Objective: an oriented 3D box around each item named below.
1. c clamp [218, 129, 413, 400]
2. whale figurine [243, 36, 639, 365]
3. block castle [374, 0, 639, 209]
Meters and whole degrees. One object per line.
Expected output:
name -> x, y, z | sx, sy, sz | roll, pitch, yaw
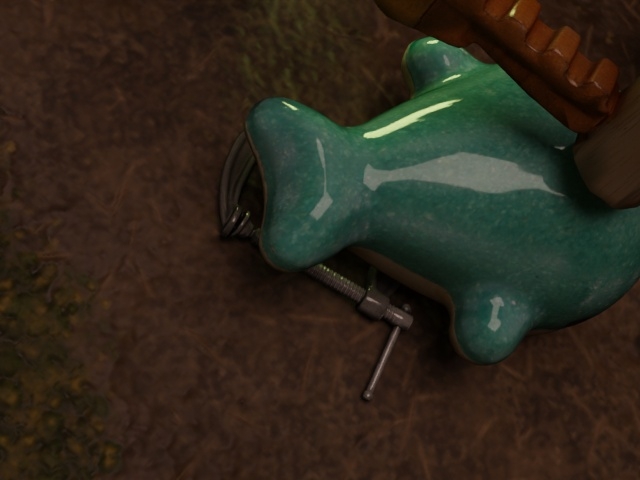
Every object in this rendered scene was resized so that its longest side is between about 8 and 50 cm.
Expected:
c clamp -> 0.000, 0.000, 0.655 | 0.160, 0.022, 0.137 | 35, 63, -6
whale figurine -> 0.093, -0.036, 0.622 | 0.272, 0.141, 0.216 | 4, 69, -30
block castle -> 0.206, -0.263, 0.590 | 0.303, 0.213, 0.453 | 39, 52, -3
